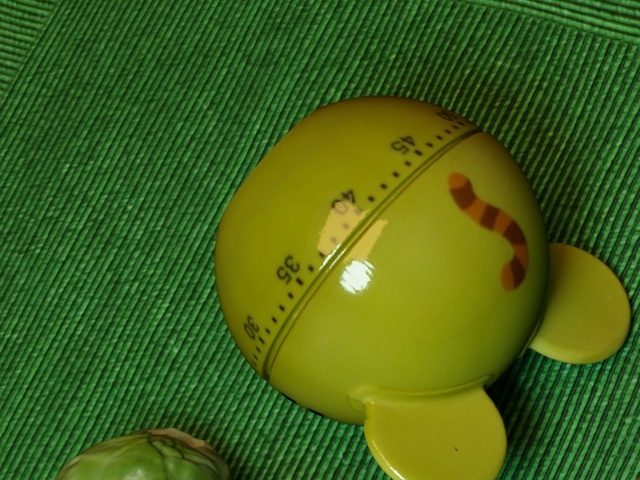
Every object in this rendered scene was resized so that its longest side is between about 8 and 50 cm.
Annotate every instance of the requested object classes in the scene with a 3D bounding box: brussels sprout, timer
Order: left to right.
[{"bbox_3d":[-0.184,0.311,1.901,0.244,0.244,0.244,-10,62,20],"label":"brussels sprout"},{"bbox_3d":[0.090,0.052,1.849,0.387,0.376,0.376,41,86,9],"label":"timer"}]

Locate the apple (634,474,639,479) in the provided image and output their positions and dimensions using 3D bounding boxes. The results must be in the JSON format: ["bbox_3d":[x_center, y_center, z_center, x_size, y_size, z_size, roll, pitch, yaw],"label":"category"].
[{"bbox_3d":[0.350,0.285,1.693,0.181,0.181,0.168,13,49,29],"label":"apple"}]
